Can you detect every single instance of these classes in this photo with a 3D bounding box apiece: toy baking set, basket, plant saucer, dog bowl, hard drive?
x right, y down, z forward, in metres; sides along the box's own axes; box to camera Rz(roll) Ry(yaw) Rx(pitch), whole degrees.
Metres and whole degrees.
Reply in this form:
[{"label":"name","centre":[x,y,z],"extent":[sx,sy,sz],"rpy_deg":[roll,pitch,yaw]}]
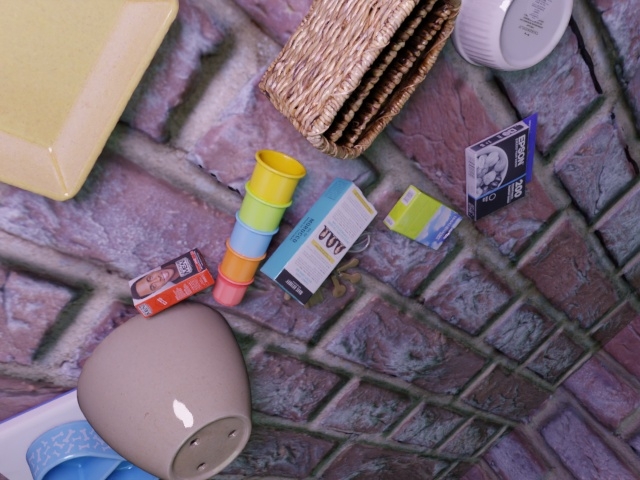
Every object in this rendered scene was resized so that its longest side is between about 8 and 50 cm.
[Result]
[{"label":"toy baking set","centre":[0.018,0.043,1.118],"extent":[0.197,0.030,0.256],"rpy_deg":[-7,127,-30]},{"label":"basket","centre":[0.089,-0.267,0.778],"extent":[0.214,0.223,0.299],"rpy_deg":[25,108,-41]},{"label":"plant saucer","centre":[-0.398,-0.247,0.598],"extent":[0.333,0.081,0.332],"rpy_deg":[22,111,-41]},{"label":"dog bowl","centre":[-0.470,0.482,1.075],"extent":[0.166,0.074,0.297],"rpy_deg":[-47,134,9]},{"label":"hard drive","centre":[-0.513,0.399,1.066],"extent":[0.319,0.040,0.210],"rpy_deg":[-23,133,-14]}]

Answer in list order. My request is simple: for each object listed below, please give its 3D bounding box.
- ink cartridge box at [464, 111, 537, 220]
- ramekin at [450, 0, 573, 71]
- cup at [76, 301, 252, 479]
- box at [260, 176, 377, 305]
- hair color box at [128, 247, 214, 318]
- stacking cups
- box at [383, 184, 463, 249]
[{"label":"ink cartridge box","centre":[0.440,-0.171,1.190],"extent":[0.208,0.045,0.206],"rpy_deg":[-28,134,-11]},{"label":"ramekin","centre":[0.349,-0.406,0.904],"extent":[0.207,0.109,0.207],"rpy_deg":[-16,131,-19]},{"label":"cup","centre":[-0.265,0.321,0.977],"extent":[0.331,0.237,0.330],"rpy_deg":[-24,132,-29]},{"label":"box","centre":[0.000,0.000,0.995],"extent":[0.244,0.060,0.100],"rpy_deg":[-51,127,-9]},{"label":"hair color box","centre":[-0.277,0.078,0.933],"extent":[0.141,0.072,0.043],"rpy_deg":[-28,135,-10]},{"label":"stacking cups","centre":[-0.122,-0.009,0.945],"extent":[0.096,0.096,0.316],"rpy_deg":[3,123,-33]},{"label":"box","centre":[0.241,-0.050,1.166],"extent":[0.178,0.042,0.109],"rpy_deg":[21,112,-41]}]
